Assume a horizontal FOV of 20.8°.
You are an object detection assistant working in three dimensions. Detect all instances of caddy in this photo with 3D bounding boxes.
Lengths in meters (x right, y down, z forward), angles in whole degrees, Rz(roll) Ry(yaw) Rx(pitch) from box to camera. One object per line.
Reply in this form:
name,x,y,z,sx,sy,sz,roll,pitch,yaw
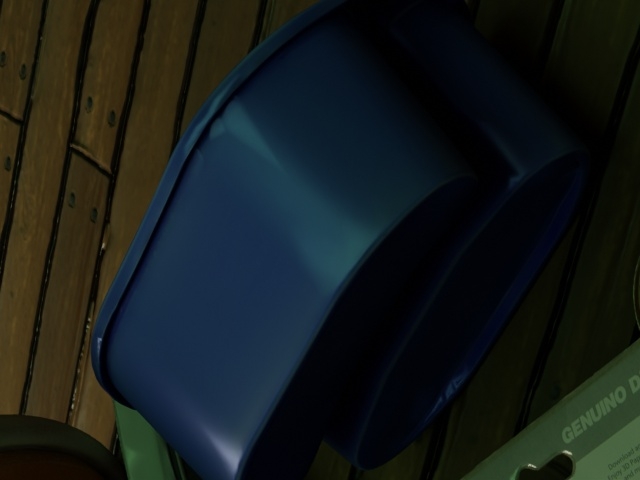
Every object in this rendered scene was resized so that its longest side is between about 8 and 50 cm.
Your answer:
caddy,0.000,0.000,1.048,0.179,0.241,0.341,45,125,24

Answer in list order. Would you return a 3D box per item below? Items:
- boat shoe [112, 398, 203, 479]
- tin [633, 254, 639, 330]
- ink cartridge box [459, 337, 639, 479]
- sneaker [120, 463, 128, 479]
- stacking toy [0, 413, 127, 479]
boat shoe,-0.052,0.230,1.232,0.121,0.119,0.335,117,132,-83
tin,0.240,0.070,0.952,0.106,0.040,0.190,-33,73,39
ink cartridge box,0.192,0.215,0.890,0.309,0.130,0.272,-44,59,36
sneaker,-0.155,0.265,1.368,0.078,0.067,0.188,-21,78,52
stacking toy,-0.170,0.377,1.112,0.480,0.350,0.351,46,126,32
